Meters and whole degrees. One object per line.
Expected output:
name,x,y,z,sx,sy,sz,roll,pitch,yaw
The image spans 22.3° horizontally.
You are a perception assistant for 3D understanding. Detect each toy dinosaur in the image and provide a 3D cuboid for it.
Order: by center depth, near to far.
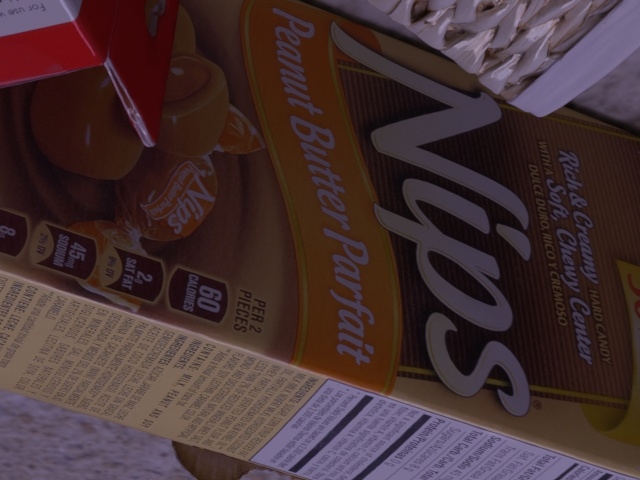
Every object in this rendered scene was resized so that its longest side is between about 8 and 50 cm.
toy dinosaur,-0.048,0.095,0.877,0.183,0.093,0.053,29,137,-28

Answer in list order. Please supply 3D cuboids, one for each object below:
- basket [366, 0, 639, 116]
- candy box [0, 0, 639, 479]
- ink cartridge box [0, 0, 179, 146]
basket,0.088,-0.141,0.540,0.103,0.113,0.167,28,138,-21
candy box,0.000,0.000,0.673,0.316,0.183,0.087,19,142,-17
ink cartridge box,-0.123,-0.144,0.539,0.078,0.134,0.231,-9,140,16
